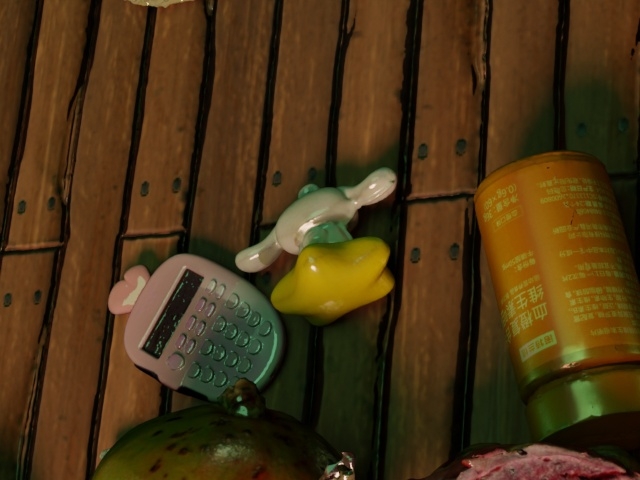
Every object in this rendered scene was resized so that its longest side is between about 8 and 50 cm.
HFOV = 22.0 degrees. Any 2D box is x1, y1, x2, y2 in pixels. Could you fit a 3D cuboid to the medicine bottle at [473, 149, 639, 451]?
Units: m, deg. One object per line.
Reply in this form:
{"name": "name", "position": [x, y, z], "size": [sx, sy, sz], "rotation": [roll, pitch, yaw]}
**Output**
{"name": "medicine bottle", "position": [0.166, 0.043, 1.096], "size": [0.096, 0.096, 0.191], "rotation": [-20, 63, 21]}

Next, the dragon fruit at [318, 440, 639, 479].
{"name": "dragon fruit", "position": [0.117, 0.213, 1.001], "size": [0.282, 0.147, 0.211], "rotation": [28, 73, -1]}

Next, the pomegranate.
{"name": "pomegranate", "position": [-0.079, 0.221, 1.094], "size": [0.198, 0.198, 0.246], "rotation": [27, 70, 34]}

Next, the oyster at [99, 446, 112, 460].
{"name": "oyster", "position": [-0.110, 0.171, 1.232], "size": [0.100, 0.037, 0.098], "rotation": [-39, 58, 10]}

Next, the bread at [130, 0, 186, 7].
{"name": "bread", "position": [-0.062, -0.307, 1.381], "size": [0.287, 0.056, 0.207], "rotation": [-3, 73, 27]}

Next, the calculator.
{"name": "calculator", "position": [-0.097, 0.066, 1.275], "size": [0.166, 0.024, 0.103], "rotation": [27, 86, 31]}

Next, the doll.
{"name": "doll", "position": [-0.007, 0.004, 1.228], "size": [0.135, 0.071, 0.113], "rotation": [-9, 59, 31]}
